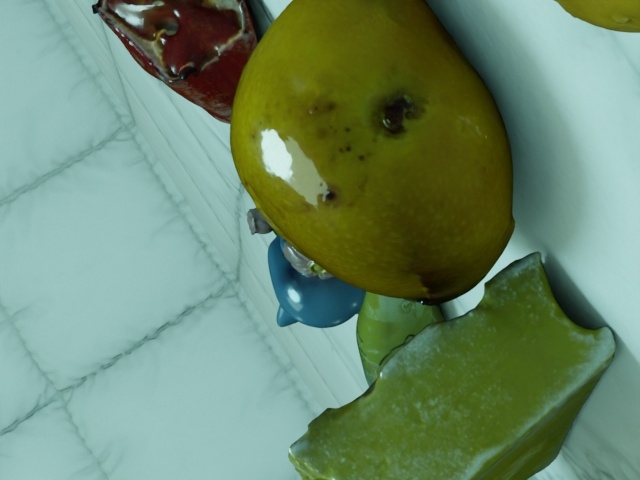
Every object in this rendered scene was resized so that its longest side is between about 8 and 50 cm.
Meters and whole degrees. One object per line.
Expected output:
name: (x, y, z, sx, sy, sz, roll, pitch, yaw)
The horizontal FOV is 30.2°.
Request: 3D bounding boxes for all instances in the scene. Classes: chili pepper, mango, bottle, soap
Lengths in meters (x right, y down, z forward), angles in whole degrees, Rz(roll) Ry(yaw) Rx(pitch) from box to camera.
chili pepper: (-0.102, -0.173, 1.100, 0.144, 0.136, 0.252, 8, 167, 14)
mango: (0.033, -0.038, 0.673, 0.166, 0.136, 0.236, 52, 176, 13)
bottle: (0.071, 0.072, 1.037, 0.083, 0.083, 0.269, 52, 166, 30)
soap: (0.088, 0.143, 0.815, 0.091, 0.199, 0.315, 50, 169, 20)

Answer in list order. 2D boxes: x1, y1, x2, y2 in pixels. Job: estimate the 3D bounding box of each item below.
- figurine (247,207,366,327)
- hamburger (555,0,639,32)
figurine: (-0.005, -0.001, 1.160, 0.178, 0.114, 0.144, 89, 156, -53)
hamburger: (0.074, -0.124, 0.302, 0.147, 0.083, 0.138, 59, 176, 8)
